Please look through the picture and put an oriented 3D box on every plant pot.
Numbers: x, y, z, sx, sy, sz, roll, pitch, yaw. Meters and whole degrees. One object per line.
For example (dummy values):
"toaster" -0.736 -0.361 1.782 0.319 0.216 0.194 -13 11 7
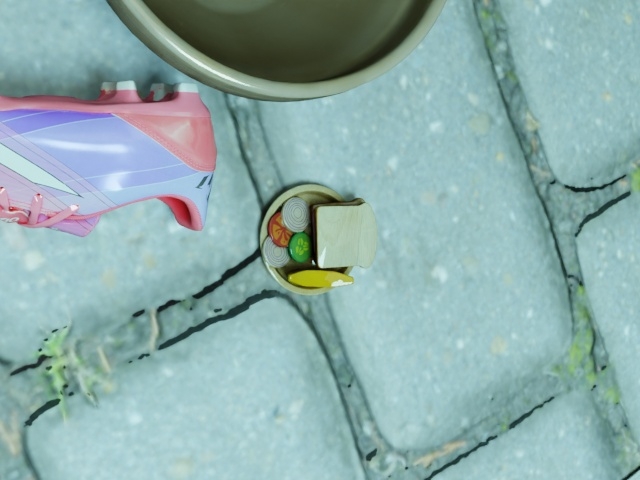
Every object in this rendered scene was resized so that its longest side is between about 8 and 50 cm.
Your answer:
"plant pot" -0.040 -0.198 0.523 0.237 0.110 0.237 0 91 -26

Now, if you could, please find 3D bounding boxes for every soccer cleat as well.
"soccer cleat" -0.174 -0.041 0.479 0.248 0.083 0.095 -7 99 -29

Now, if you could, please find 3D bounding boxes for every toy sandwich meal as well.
"toy sandwich meal" 0.000 0.000 0.592 0.086 0.029 0.085 -1 92 -27

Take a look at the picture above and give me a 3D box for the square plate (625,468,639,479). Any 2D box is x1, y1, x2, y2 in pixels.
"square plate" 0.365 0.345 0.775 0.344 0.049 0.347 -28 104 -23
